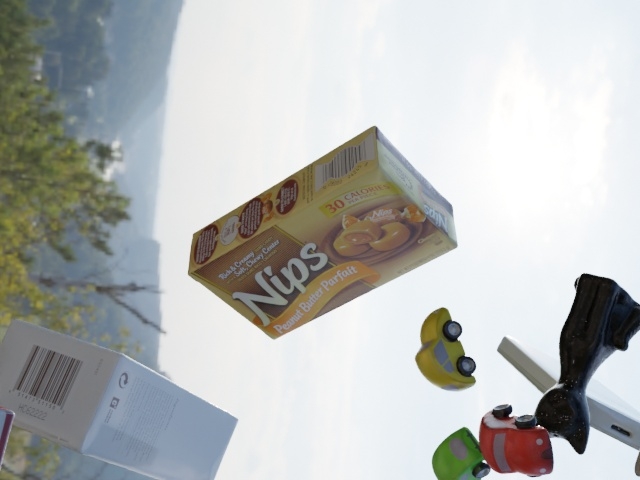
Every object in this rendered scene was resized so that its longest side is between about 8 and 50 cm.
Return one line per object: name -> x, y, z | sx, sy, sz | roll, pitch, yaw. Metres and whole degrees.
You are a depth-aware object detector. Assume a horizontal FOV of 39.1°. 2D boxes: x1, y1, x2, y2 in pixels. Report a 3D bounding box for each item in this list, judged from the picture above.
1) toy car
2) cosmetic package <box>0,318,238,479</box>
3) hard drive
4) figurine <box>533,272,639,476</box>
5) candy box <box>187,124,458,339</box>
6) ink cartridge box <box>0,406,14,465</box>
toy car -> 0.161, 0.222, 1.018 | 0.239, 0.053, 0.225 | -125, -153, -45
cosmetic package -> -0.350, 0.301, 1.566 | 0.161, 0.230, 0.453 | -69, 154, -16
hard drive -> 0.409, 0.241, 1.407 | 0.040, 0.203, 0.307 | -62, -172, 4
figurine -> 0.359, 0.161, 1.026 | 0.215, 0.092, 0.209 | 11, -111, 42
candy box -> 0.000, 0.000, 1.205 | 0.316, 0.183, 0.087 | -28, -141, 26
ink cartridge box -> -0.438, 0.242, 0.911 | 0.273, 0.114, 0.197 | 0, -106, 48
